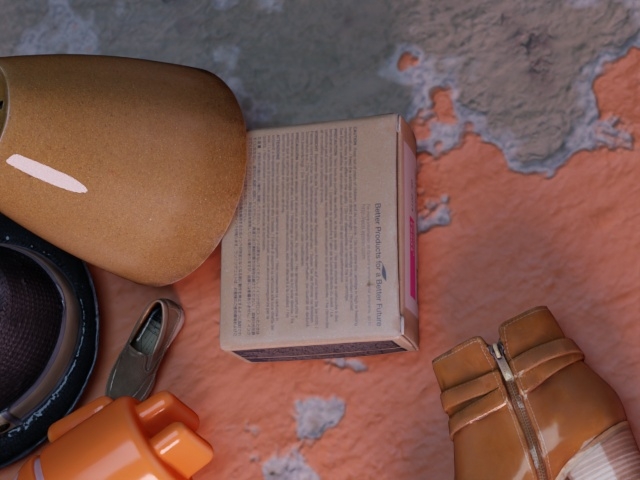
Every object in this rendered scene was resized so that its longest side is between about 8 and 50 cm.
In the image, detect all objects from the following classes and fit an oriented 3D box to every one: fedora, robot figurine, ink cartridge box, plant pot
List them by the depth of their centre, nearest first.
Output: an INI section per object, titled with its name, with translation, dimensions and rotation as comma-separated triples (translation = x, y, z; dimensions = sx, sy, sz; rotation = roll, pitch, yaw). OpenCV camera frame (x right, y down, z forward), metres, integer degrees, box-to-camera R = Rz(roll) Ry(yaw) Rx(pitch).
[plant pot]
translation = -0.244, -0.094, 1.696
dimensions = 0.237, 0.254, 0.237
rotation = -15, 67, 41
[robot figurine]
translation = -0.217, 0.244, 1.702
dimensions = 0.219, 0.128, 0.158
rotation = -34, 89, 6
[ink cartridge box]
translation = 0.000, 0.000, 1.721
dimensions = 0.193, 0.088, 0.234
rotation = -4, 73, 16
[fedora]
translation = -0.408, 0.096, 1.792
dimensions = 0.334, 0.152, 0.334
rotation = -5, 73, 17

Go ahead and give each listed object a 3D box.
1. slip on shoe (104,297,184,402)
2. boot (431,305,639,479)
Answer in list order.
[slip on shoe]
translation = -0.189, 0.122, 1.774
dimensions = 0.051, 0.041, 0.135
rotation = 30, 86, 23
[boot]
translation = 0.152, 0.206, 1.601
dimensions = 0.283, 0.109, 0.220
rotation = -30, 70, 6
